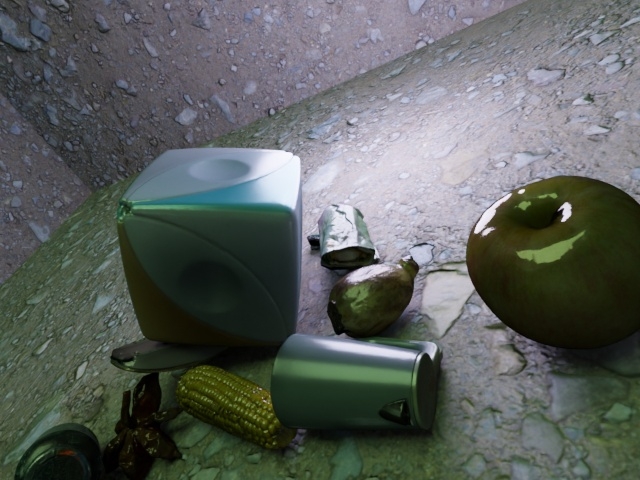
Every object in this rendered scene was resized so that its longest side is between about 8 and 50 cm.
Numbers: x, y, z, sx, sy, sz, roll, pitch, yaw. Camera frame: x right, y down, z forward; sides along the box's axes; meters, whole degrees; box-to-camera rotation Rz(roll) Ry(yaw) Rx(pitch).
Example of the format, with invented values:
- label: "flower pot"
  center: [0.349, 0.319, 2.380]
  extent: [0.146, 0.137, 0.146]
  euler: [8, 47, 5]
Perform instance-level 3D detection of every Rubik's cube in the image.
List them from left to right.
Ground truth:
- label: "Rubik's cube"
  center: [-0.214, 0.004, 1.019]
  extent: [0.351, 0.348, 0.352]
  euler: [3, 30, -1]

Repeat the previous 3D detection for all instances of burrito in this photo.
- label: "burrito"
  center: [0.059, -0.021, 1.135]
  extent: [0.143, 0.089, 0.229]
  euler: [-3, 37, -6]

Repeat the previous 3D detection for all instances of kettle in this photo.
- label: "kettle"
  center: [0.073, 0.231, 0.770]
  extent: [0.242, 0.160, 0.210]
  euler: [-5, 12, 27]

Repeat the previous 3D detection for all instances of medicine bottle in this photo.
- label: "medicine bottle"
  center: [-0.497, 0.433, 0.870]
  extent: [0.141, 0.141, 0.293]
  euler: [-52, 10, -29]

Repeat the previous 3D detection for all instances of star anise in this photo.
- label: "star anise"
  center: [-0.381, 0.400, 0.952]
  extent: [0.196, 0.111, 0.213]
  euler: [-45, 54, 24]

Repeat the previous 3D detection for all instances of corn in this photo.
- label: "corn"
  center: [-0.174, 0.312, 0.876]
  extent: [0.317, 0.115, 0.115]
  euler: [1, 44, 41]

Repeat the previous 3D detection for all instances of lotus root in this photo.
- label: "lotus root"
  center: [0.109, 0.110, 0.896]
  extent: [0.214, 0.138, 0.138]
  euler: [-33, 31, -2]

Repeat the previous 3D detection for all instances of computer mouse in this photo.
- label: "computer mouse"
  center: [-0.313, 0.243, 1.044]
  extent: [0.310, 0.072, 0.158]
  euler: [-12, 7, -39]

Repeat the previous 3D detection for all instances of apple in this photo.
- label: "apple"
  center: [0.354, 0.038, 0.670]
  extent: [0.256, 0.234, 0.257]
  euler: [-23, 35, 17]

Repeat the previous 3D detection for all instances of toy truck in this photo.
- label: "toy truck"
  center: [0.000, 0.000, 1.231]
  extent: [0.083, 0.039, 0.044]
  euler: [2, 31, 46]

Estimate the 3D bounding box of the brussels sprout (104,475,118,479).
- label: "brussels sprout"
  center: [-0.431, 0.503, 0.889]
  extent: [0.085, 0.058, 0.085]
  euler: [-50, 11, 14]
